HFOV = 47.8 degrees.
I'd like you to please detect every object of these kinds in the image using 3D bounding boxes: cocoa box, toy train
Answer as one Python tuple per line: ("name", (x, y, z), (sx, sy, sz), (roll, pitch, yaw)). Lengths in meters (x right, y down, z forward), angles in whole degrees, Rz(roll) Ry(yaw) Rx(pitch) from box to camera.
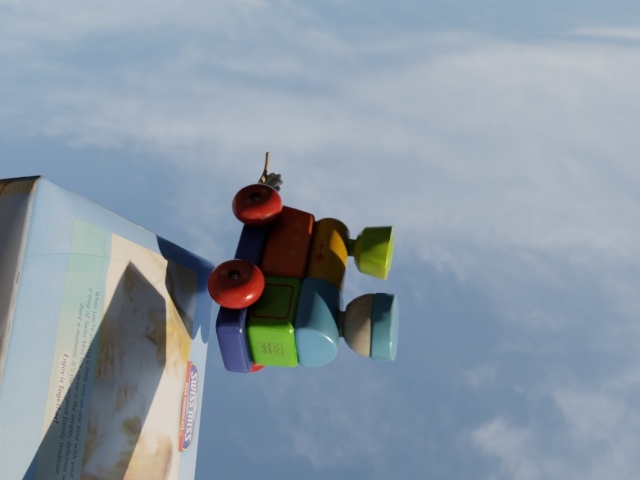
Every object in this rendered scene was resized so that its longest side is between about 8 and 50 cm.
("cocoa box", (-0.240, 0.155, 0.530), (0.228, 0.231, 0.346), (-3, -107, 22))
("toy train", (0.000, 0.000, 0.625), (0.144, 0.105, 0.248), (4, -134, 7))
